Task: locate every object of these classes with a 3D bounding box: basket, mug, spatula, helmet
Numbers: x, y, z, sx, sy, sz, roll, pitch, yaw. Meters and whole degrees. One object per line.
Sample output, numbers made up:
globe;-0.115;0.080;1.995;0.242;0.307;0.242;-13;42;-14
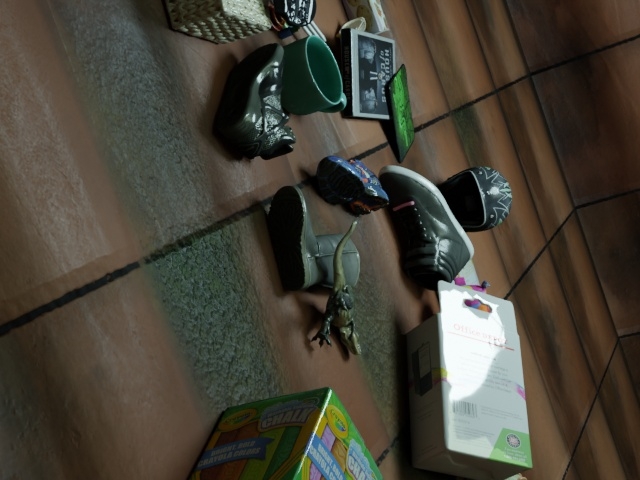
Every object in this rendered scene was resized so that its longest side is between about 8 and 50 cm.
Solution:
basket;-0.164;-0.382;1.637;0.167;0.113;0.103;1;78;-63
mug;-0.028;-0.278;1.851;0.158;0.097;0.129;64;27;-19
spatula;-0.043;-0.439;1.949;0.242;0.019;0.168;47;16;-35
helmet;0.375;-0.098;2.450;0.169;0.161;0.169;40;41;-47

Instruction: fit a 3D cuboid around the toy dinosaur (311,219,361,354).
toy dinosaur;0.032;0.105;1.729;0.118;0.064;0.268;-62;157;-50

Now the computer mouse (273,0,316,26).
computer mouse;-0.083;-0.395;1.647;0.242;0.041;0.071;12;88;-58

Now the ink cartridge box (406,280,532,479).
ink cartridge box;0.284;0.275;2.019;0.207;0.119;0.353;17;55;-25

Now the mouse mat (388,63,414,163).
mouse mat;0.183;-0.284;2.307;0.152;0.007;0.190;-59;143;-56

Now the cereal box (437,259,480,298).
cereal box;0.323;0.139;2.338;0.173;0.047;0.240;-20;93;-63

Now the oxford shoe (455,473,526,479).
oxford shoe;0.356;0.484;2.080;0.140;0.146;0.397;29;46;-53

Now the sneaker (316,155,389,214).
sneaker;0.050;-0.115;1.947;0.221;0.083;0.087;32;34;-60

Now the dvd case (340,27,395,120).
dvd case;0.104;-0.345;2.177;0.238;0.029;0.179;-9;98;-63

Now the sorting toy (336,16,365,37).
sorting toy;0.070;-0.419;2.189;0.083;0.045;0.075;-62;141;-42

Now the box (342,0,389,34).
box;0.062;-0.599;2.252;0.063;0.067;0.324;-31;103;-63

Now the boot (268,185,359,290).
boot;-0.002;-0.001;1.764;0.208;0.076;0.190;-7;95;-57

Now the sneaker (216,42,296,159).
sneaker;-0.093;-0.221;1.709;0.130;0.087;0.227;53;36;-38

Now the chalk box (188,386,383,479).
chalk box;-0.042;0.322;1.380;0.179;0.180;0.289;62;27;-23

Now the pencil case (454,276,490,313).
pencil case;0.320;0.202;2.192;0.104;0.104;0.236;-39;123;-62

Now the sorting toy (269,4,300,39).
sorting toy;-0.063;-0.410;1.923;0.102;0.042;0.061;-19;92;-64

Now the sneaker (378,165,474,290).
sneaker;0.206;-0.016;2.146;0.296;0.104;0.147;49;48;-23
